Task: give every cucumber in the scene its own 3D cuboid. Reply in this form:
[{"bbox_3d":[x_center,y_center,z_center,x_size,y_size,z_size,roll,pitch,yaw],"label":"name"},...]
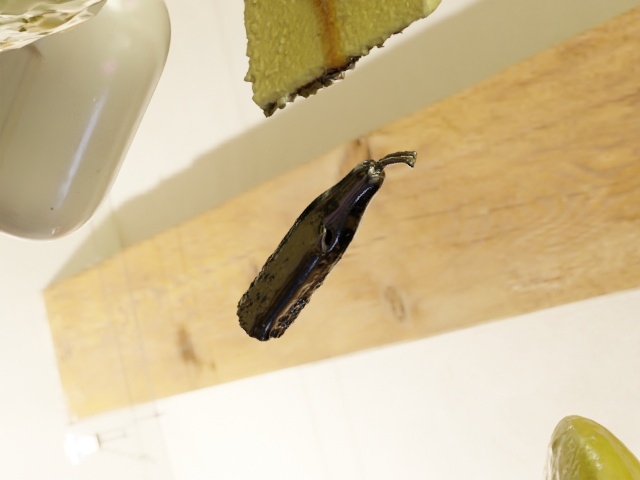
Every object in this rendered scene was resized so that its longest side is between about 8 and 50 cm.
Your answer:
[{"bbox_3d":[0.000,0.000,0.872,0.163,0.043,0.039,-56,-170,34],"label":"cucumber"}]

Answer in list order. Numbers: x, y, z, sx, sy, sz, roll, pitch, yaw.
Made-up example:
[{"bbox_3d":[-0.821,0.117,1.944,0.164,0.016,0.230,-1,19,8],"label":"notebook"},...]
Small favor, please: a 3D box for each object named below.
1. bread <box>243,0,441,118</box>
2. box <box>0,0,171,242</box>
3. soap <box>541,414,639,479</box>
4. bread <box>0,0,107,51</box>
[{"bbox_3d":[0.035,-0.248,1.422,0.266,0.178,0.142,-21,-78,42],"label":"bread"},{"bbox_3d":[-0.315,-0.176,1.250,0.349,0.141,0.289,31,-61,3],"label":"box"},{"bbox_3d":[0.243,0.321,0.991,0.427,0.115,0.306,-109,178,-47],"label":"soap"},{"bbox_3d":[-0.157,-0.223,0.322,0.348,0.348,0.308,-14,-127,57],"label":"bread"}]
